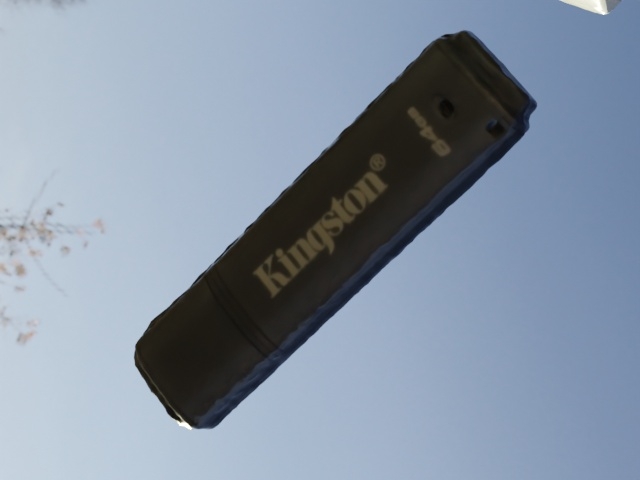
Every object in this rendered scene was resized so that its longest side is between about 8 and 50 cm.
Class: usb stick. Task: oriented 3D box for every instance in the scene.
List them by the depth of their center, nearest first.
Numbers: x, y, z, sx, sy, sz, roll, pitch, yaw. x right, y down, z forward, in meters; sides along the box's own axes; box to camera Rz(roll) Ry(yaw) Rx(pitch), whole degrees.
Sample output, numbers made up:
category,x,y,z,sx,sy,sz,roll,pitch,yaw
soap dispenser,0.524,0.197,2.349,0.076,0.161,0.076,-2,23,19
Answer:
category,x,y,z,sx,sy,sz,roll,pitch,yaw
usb stick,0.000,0.000,0.594,0.278,0.045,0.077,-44,-115,17

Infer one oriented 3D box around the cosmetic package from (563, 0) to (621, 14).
category,x,y,z,sx,sy,sz,roll,pitch,yaw
cosmetic package,0.123,-0.249,0.542,0.151,0.184,0.151,-44,-131,-13
